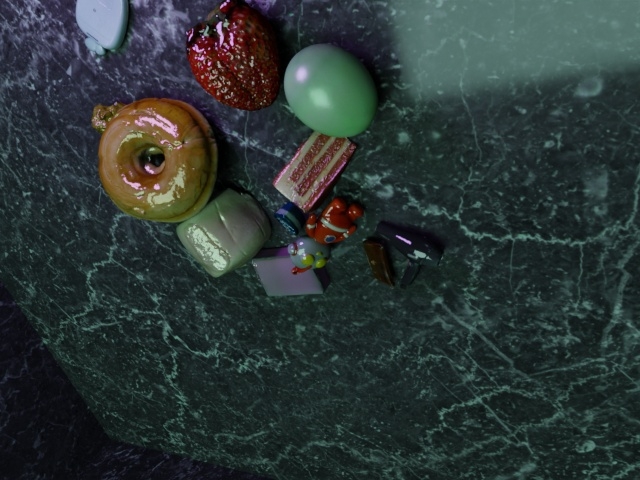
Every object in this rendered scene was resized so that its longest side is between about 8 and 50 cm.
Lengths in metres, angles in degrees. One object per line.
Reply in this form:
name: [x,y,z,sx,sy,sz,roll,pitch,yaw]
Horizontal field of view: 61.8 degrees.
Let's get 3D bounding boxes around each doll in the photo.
doll: [0.000,0.000,1.757,0.199,0.105,0.336,15,127,-40]

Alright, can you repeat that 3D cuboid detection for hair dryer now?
hair dryer: [0.267,0.075,1.747,0.235,0.091,0.272,28,136,21]

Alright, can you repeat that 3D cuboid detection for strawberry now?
strawberry: [-0.221,-0.502,1.484,0.250,0.238,0.288,-35,113,21]

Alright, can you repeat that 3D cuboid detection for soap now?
soap: [-0.110,0.113,1.977,0.259,0.081,0.181,-8,119,32]

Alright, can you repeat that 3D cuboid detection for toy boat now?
toy boat: [-0.096,-0.073,1.729,0.096,0.062,0.299,41,176,3]

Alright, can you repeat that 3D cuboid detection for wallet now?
wallet: [0.196,0.073,1.789,0.095,0.026,0.176,20,143,45]

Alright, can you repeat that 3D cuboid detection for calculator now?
calculator: [-0.705,-0.724,1.717,0.184,0.042,0.295,37,132,0]

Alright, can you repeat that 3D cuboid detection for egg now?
egg: [0.030,-0.397,1.432,0.269,0.220,0.220,38,133,-14]

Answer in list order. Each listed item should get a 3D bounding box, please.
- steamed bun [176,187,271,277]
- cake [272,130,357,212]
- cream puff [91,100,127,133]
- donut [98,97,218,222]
steamed bun: [-0.334,-0.044,1.902,0.290,0.273,0.272,42,117,-10]
cake: [-0.028,-0.214,1.640,0.158,0.159,0.262,37,131,4]
cream puff: [-0.744,-0.419,1.903,0.156,0.156,0.121,-19,94,37]
donut: [-0.545,-0.265,1.788,0.449,0.198,0.449,1,95,15]
